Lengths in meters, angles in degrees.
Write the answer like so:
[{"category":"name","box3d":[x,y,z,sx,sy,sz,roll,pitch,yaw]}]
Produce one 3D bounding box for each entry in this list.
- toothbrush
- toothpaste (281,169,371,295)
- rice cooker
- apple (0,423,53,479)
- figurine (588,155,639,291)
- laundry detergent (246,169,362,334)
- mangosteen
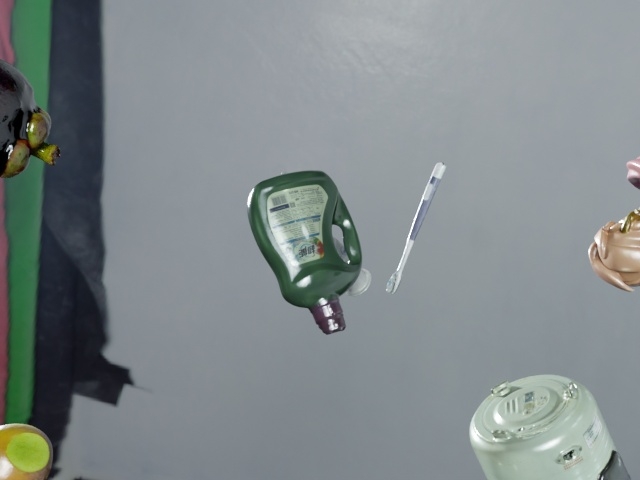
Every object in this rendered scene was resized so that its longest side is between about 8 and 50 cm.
[{"category":"toothbrush","box3d":[0.191,-0.023,1.381,0.026,0.024,0.288,-3,-64,-62]},{"category":"toothpaste","box3d":[0.000,0.000,1.127,0.266,0.061,0.096,50,-149,-41]},{"category":"rice cooker","box3d":[0.379,0.358,1.118,0.226,0.226,0.244,-70,-44,-77]},{"category":"apple","box3d":[-0.675,0.483,1.490,0.146,0.147,0.163,-34,41,32]},{"category":"figurine","box3d":[0.353,-0.019,0.711,0.157,0.126,0.114,-49,18,-19]},{"category":"laundry detergent","box3d":[-0.006,0.017,0.914,0.222,0.144,0.078,66,149,16]},{"category":"mangosteen","box3d":[-0.356,-0.127,0.742,0.137,0.151,0.137,-46,27,32]}]
